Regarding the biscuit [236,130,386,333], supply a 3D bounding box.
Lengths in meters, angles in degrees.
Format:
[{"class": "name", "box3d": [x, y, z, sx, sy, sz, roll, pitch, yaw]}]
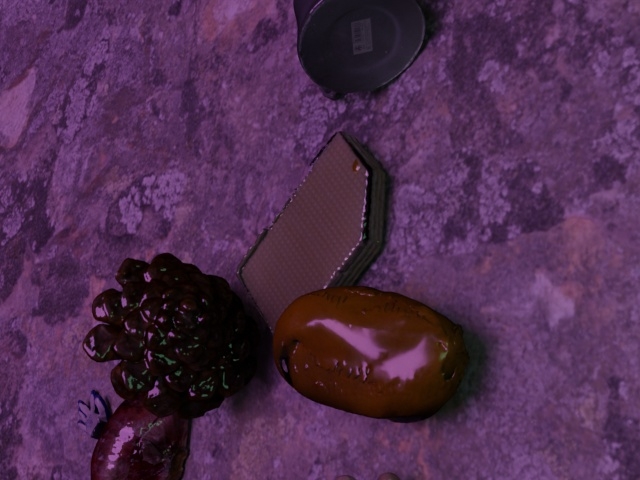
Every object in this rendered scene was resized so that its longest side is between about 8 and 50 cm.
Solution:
[{"class": "biscuit", "box3d": [0.000, 0.000, 1.424, 0.252, 0.052, 0.150, -55, 51, 21]}]

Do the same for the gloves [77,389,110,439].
[{"class": "gloves", "box3d": [-0.347, 0.266, 1.715, 0.086, 0.026, 0.064, 28, 97, 50]}]

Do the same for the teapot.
[{"class": "teapot", "box3d": [0.030, -0.286, 1.419, 0.149, 0.162, 0.239, -111, 25, -43]}]

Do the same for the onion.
[{"class": "onion", "box3d": [-0.270, 0.298, 1.576, 0.151, 0.098, 0.206, 10, 86, 45]}]

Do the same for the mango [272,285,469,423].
[{"class": "mango", "box3d": [0.057, 0.122, 1.265, 0.248, 0.156, 0.151, 2, 44, 44]}]

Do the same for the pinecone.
[{"class": "pinecone", "box3d": [-0.191, 0.128, 1.465, 0.202, 0.229, 0.201, -54, 6, -3]}]

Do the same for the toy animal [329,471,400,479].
[{"class": "toy animal", "box3d": [-0.085, 0.380, 1.262, 0.247, 0.277, 0.345, 38, 109, 58]}]
